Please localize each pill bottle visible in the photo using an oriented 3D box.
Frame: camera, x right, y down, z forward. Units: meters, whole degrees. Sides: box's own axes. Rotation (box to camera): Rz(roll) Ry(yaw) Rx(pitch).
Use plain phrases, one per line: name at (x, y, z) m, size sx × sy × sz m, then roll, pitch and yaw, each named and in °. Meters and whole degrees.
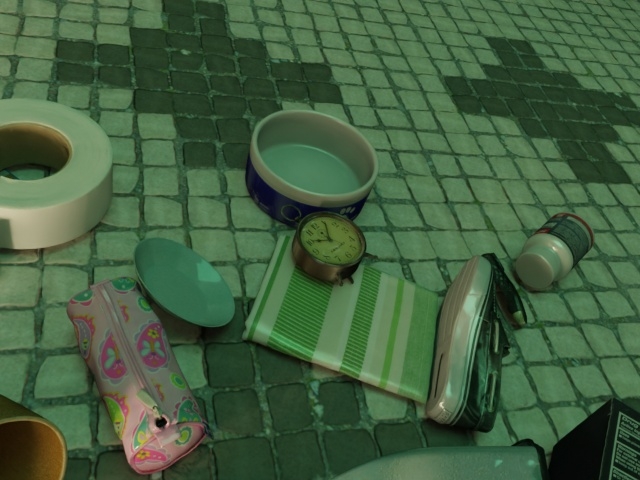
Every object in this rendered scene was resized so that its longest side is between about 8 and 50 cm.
pill bottle at (0.484, 0.022, 1.328) m, size 0.108 × 0.108 × 0.180 m, roll 41°, pitch 49°, yaw 19°

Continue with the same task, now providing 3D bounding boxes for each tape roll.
tape roll at (-0.506, -0.120, 1.099) m, size 0.286 × 0.100 × 0.286 m, roll 10°, pitch 47°, yaw -11°

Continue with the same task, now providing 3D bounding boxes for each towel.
towel at (0.046, 0.131, 1.129) m, size 0.324 × 0.038 × 0.248 m, roll 20°, pitch 46°, yaw -2°

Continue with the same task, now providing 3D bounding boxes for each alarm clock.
alarm clock at (0.000, 0.000, 1.157) m, size 0.192 × 0.064 × 0.129 m, roll 44°, pitch 50°, yaw 16°

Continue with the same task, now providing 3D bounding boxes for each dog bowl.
dog bowl at (-0.020, -0.148, 1.312) m, size 0.264 × 0.104 × 0.265 m, roll 10°, pitch 46°, yaw -11°

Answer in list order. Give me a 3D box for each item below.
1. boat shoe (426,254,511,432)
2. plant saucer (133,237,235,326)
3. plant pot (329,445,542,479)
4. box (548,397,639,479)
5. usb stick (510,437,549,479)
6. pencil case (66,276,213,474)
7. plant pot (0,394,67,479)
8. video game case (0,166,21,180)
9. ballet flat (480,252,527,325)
boat shoe at (0.270, 0.181, 1.121) m, size 0.119 × 0.121 × 0.335 m, roll 25°, pitch 56°, yaw -6°
plant saucer at (-0.229, 0.077, 1.044) m, size 0.195 × 0.037 × 0.195 m, roll 36°, pitch 20°, yaw -16°
plant pot at (0.116, 0.402, 0.774) m, size 0.252 × 0.248 × 0.247 m, roll 7°, pitch 47°, yaw -1°
box at (0.470, 0.440, 0.886) m, size 0.296 × 0.183 × 0.294 m, roll 31°, pitch 45°, yaw 8°
usb stick at (0.270, 0.389, 0.804) m, size 0.045 × 0.077 × 0.278 m, roll 24°, pitch 43°, yaw -18°
pencil case at (-0.263, 0.185, 0.913) m, size 0.124 × 0.124 × 0.284 m, roll -15°, pitch 55°, yaw -30°
plant pot at (-0.473, 0.243, 0.734) m, size 0.254 × 0.237 × 0.237 m, roll 27°, pitch 44°, yaw 25°
video game case at (-0.587, -0.084, 1.119) m, size 0.166 × 0.015 × 0.119 m, roll 34°, pitch 47°, yaw 13°
ballet flat at (0.361, 0.099, 1.268) m, size 0.049 × 0.057 × 0.173 m, roll -29°, pitch 52°, yaw 10°
